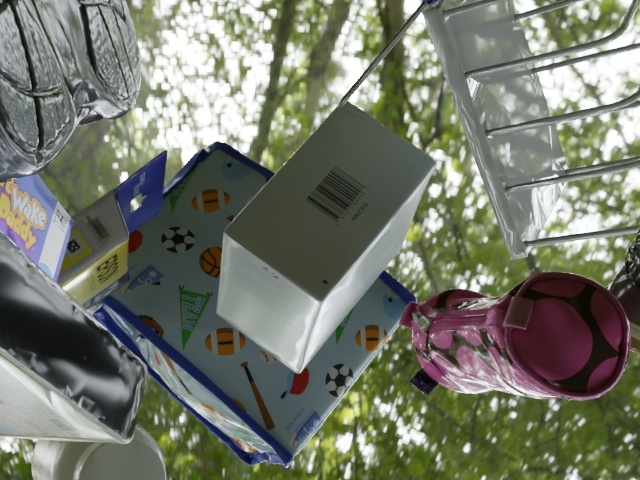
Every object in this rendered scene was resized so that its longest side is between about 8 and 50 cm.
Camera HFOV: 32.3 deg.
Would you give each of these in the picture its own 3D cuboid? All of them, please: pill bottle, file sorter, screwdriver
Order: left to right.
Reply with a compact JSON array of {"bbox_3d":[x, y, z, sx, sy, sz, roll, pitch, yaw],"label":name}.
[{"bbox_3d":[-0.267,0.281,1.346,0.136,0.246,0.136,2,-96,-23],"label":"pill bottle"},{"bbox_3d":[0.062,-0.143,0.713,0.025,0.170,0.024,2,-129,-38],"label":"screwdriver"},{"bbox_3d":[0.255,-0.157,1.125,0.173,0.277,0.193,-10,-156,32],"label":"file sorter"}]

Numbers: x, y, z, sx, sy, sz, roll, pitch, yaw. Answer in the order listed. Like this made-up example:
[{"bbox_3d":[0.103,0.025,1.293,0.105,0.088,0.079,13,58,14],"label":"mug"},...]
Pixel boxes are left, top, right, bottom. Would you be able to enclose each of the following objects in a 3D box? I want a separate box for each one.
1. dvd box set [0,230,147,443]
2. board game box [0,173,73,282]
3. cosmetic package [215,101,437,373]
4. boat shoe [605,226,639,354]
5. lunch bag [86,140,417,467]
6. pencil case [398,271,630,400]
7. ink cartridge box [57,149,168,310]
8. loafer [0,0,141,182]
[{"bbox_3d":[-0.359,0.039,0.676,0.421,0.307,0.062,-2,-121,22],"label":"dvd box set"},{"bbox_3d":[-0.397,-0.042,0.827,0.347,0.233,0.078,-1,-122,15],"label":"board game box"},{"bbox_3d":[0.000,0.000,1.281,0.138,0.224,0.224,35,-116,11],"label":"cosmetic package"},{"bbox_3d":[0.273,0.018,0.842,0.080,0.073,0.223,39,-147,15],"label":"boat shoe"},{"bbox_3d":[-0.120,0.087,1.614,0.385,0.239,0.328,43,-114,-9],"label":"lunch bag"},{"bbox_3d":[0.130,0.068,0.783,0.098,0.209,0.095,34,-105,-8],"label":"pencil case"},{"bbox_3d":[-0.286,0.043,1.240,0.307,0.303,0.072,-33,-94,-14],"label":"ink cartridge box"},{"bbox_3d":[-0.168,-0.095,0.579,0.095,0.109,0.302,-15,-163,7],"label":"loafer"}]
